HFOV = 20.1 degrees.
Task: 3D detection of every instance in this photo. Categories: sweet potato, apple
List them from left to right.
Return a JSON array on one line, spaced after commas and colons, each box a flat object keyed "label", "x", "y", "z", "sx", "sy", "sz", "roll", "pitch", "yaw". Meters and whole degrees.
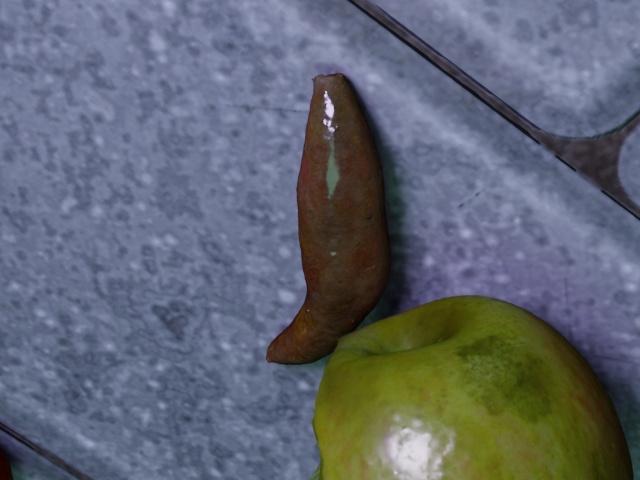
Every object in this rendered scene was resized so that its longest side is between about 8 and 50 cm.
[{"label": "sweet potato", "x": 0.009, "y": 0.006, "z": 1.191, "sx": 0.078, "sy": 0.058, "sz": 0.255, "roll": 24, "pitch": 135, "yaw": 16}, {"label": "apple", "x": 0.078, "y": 0.156, "z": 1.174, "sx": 0.246, "sy": 0.246, "sz": 0.226, "roll": -10, "pitch": 117, "yaw": 21}]

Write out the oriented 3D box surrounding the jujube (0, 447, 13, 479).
[{"label": "jujube", "x": -0.297, "y": 0.167, "z": 1.391, "sx": 0.129, "sy": 0.077, "sz": 0.077, "roll": 42, "pitch": 127, "yaw": -6}]
